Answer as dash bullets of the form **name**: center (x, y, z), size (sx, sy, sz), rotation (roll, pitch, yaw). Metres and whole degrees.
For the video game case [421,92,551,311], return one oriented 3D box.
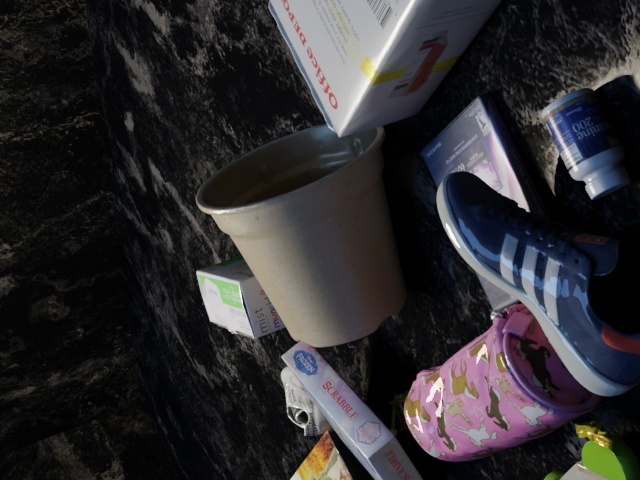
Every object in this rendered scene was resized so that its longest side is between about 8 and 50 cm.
- **video game case**: center (0.247, -0.047, 1.335), size (0.274, 0.026, 0.196), rotation (68, 156, 11)

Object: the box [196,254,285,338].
- **box**: center (-0.100, 0.096, 1.924), size (0.262, 0.231, 0.127), rotation (8, 115, 64)

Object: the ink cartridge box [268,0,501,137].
- **ink cartridge box**: center (0.085, -0.365, 1.283), size (0.279, 0.160, 0.385), rotation (65, 155, 15)

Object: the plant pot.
- **plant pot**: center (0.000, 0.000, 1.590), size (0.333, 0.333, 0.306), rotation (20, 136, 60)

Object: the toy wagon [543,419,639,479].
- **toy wagon**: center (0.410, 0.396, 1.252), size (0.267, 0.068, 0.345), rotation (16, 121, 61)

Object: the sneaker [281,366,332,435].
- **sneaker**: center (-0.045, 0.368, 2.171), size (0.235, 0.094, 0.090), rotation (40, 143, 52)

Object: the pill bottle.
- **pill bottle**: center (0.314, -0.112, 1.090), size (0.120, 0.067, 0.067), rotation (66, 156, 11)

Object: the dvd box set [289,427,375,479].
- **dvd box set**: center (0.037, 0.653, 2.168), size (0.308, 0.062, 0.420), rotation (61, 146, 25)

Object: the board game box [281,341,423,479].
- **board game box**: center (0.085, 0.378, 1.788), size (0.318, 0.066, 0.319), rotation (43, 168, 47)

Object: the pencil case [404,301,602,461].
- **pencil case**: center (0.253, 0.215, 1.347), size (0.386, 0.160, 0.167), rotation (123, 147, -61)

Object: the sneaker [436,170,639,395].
- **sneaker**: center (0.295, 0.016, 1.146), size (0.350, 0.131, 0.148), rotation (48, 134, 16)

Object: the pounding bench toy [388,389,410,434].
- **pounding bench toy**: center (0.153, 0.317, 1.721), size (0.065, 0.083, 0.052), rotation (68, 156, 5)
